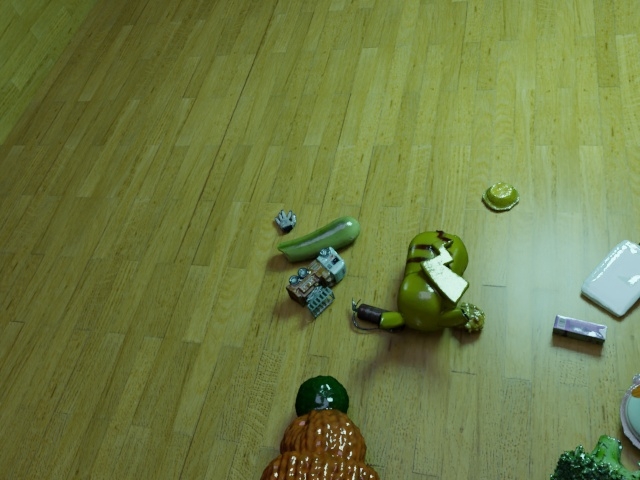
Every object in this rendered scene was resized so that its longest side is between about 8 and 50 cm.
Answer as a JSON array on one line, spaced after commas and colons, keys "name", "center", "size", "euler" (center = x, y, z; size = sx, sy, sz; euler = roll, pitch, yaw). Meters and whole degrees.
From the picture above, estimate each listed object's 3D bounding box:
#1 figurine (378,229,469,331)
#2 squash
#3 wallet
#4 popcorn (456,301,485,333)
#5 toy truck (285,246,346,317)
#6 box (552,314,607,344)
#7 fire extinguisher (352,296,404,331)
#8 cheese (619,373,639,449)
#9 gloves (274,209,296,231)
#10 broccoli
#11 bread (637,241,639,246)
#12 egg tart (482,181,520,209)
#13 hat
[{"name": "figurine", "center": [0.289, 0.112, 1.474], "size": [0.218, 0.169, 0.327], "euler": [-1, 53, 26]}, {"name": "squash", "center": [0.000, 0.000, 1.699], "size": [0.250, 0.083, 0.083], "euler": [-22, 53, 4]}, {"name": "wallet", "center": [0.748, 0.092, 1.439], "size": [0.183, 0.032, 0.124], "euler": [-46, 57, -6]}, {"name": "popcorn", "center": [0.374, 0.197, 1.467], "size": [0.083, 0.057, 0.082], "euler": [-27, 52, 0]}, {"name": "toy truck", "center": [0.002, 0.113, 1.615], "size": [0.177, 0.080, 0.115], "euler": [-44, 61, -14]}, {"name": "box", "center": [0.621, 0.215, 1.389], "size": [0.117, 0.051, 0.036], "euler": [12, 67, 21]}, {"name": "fire extinguisher", "center": [0.145, 0.205, 1.534], "size": [0.157, 0.045, 0.078], "euler": [14, 71, 23]}, {"name": "cheese", "center": [0.739, 0.410, 1.207], "size": [0.188, 0.074, 0.286], "euler": [-11, 55, 10]}, {"name": "gloves", "center": [-0.105, -0.064, 1.802], "size": [0.064, 0.026, 0.086], "euler": [-27, 49, -6]}, {"name": "broccoli", "center": [0.578, 0.471, 1.171], "size": [0.219, 0.194, 0.194], "euler": [-12, 50, 37]}, {"name": "bread", "center": [0.897, 0.005, 1.412], "size": [0.160, 0.169, 0.140], "euler": [41, 72, 18]}, {"name": "egg tart", "center": [0.520, -0.133, 1.668], "size": [0.105, 0.039, 0.105], "euler": [-8, 52, 10]}, {"name": "hat", "center": [0.026, 0.480, 1.269], "size": [0.285, 0.285, 0.400], "euler": [5, 43, 19]}]
